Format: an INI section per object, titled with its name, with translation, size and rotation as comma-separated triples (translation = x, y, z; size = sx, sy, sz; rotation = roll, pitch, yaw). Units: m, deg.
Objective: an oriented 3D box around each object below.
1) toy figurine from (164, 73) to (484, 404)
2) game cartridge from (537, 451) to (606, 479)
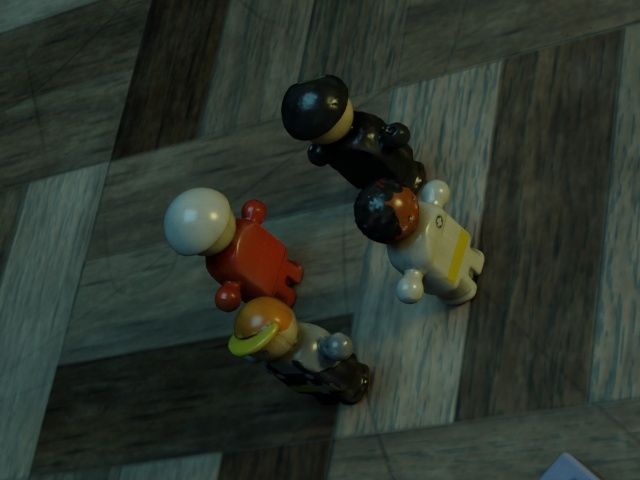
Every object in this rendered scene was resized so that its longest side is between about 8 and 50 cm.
[toy figurine]
translation = 0.000, 0.000, 1.412
size = 0.213, 0.148, 0.209
rotation = -40, 43, 10
[game cartridge]
translation = 0.172, 0.294, 1.075
size = 0.230, 0.068, 0.355
rotation = -47, 30, -2
